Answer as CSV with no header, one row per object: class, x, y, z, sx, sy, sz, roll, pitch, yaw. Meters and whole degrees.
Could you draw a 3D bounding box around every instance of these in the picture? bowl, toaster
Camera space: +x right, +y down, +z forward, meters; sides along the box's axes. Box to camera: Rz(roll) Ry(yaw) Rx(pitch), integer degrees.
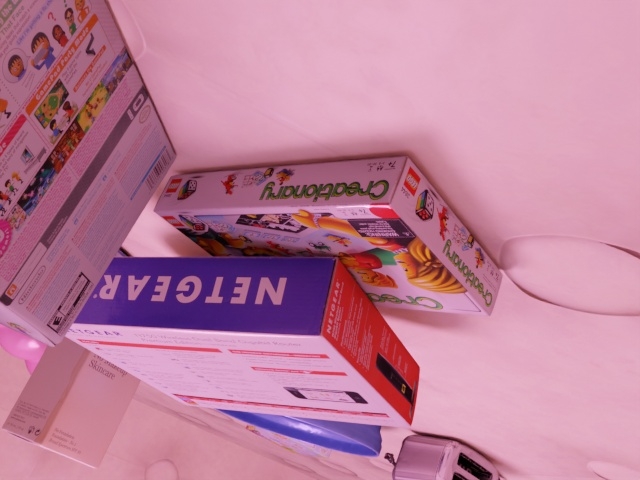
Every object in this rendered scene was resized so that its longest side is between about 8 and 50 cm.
bowl,-0.052,0.370,1.483,0.391,0.077,0.391,15,158,6
toaster,0.257,0.481,1.416,0.227,0.129,0.146,40,148,-24

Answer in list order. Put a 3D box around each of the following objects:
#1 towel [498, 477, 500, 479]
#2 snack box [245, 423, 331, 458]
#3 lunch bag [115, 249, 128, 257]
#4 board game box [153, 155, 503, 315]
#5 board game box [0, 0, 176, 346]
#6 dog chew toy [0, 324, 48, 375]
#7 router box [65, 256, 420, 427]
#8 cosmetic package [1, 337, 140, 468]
towel,0.340,0.519,1.544,0.120,0.029,0.067,7,152,31
snack box,-0.085,0.535,1.917,0.175,0.070,0.207,33,153,-21
lunch bag,-0.377,0.056,1.117,0.176,0.090,0.219,13,154,29
board game box,0.000,0.000,0.688,0.305,0.053,0.193,1,149,42
board game box,-0.240,-0.072,0.536,0.098,0.224,0.303,21,157,12
dog chew toy,-0.554,0.167,1.394,0.207,0.206,0.332,2,142,41
router box,-0.086,0.122,0.796,0.336,0.082,0.301,0,151,24
cosmetic package,-0.426,0.243,1.285,0.113,0.309,0.160,9,154,31
